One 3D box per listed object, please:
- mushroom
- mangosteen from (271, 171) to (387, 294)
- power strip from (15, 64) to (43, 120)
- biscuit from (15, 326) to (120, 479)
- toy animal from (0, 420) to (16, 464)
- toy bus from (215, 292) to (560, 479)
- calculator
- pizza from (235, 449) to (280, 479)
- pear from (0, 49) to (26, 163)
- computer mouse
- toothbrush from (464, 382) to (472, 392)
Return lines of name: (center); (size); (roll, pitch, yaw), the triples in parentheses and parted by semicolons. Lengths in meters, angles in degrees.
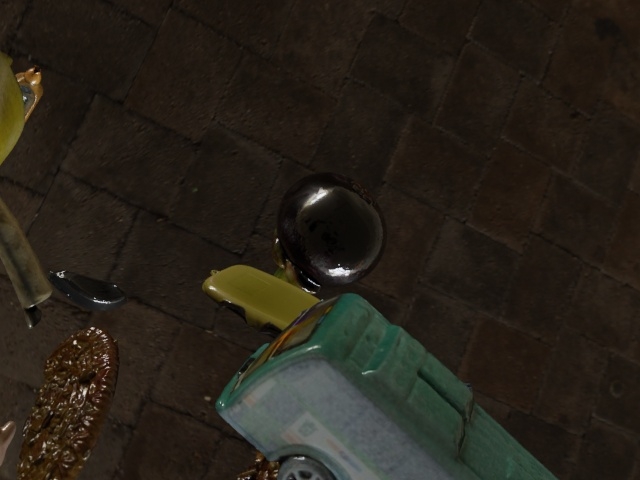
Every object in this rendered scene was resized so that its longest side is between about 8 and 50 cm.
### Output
mushroom: (-0.260, -0.014, 0.592); (0.060, 0.061, 0.187); (-43, 115, -29)
mangosteen: (0.000, 0.000, 1.702); (0.275, 0.275, 0.302); (41, 106, -16)
power strip: (-0.480, -0.211, 1.211); (0.049, 0.178, 0.028); (31, 37, -22)
biscuit: (-0.226, 0.146, 0.690); (0.025, 0.206, 0.126); (36, 112, -30)
toy animal: (-0.656, 0.358, 1.345); (0.166, 0.250, 0.154); (57, 46, -32)
toy bus: (0.066, 0.145, 0.440); (0.261, 0.109, 0.091); (42, 30, -2)
calculator: (-0.068, 0.099, 1.165); (0.236, 0.157, 0.033); (28, 113, 14)
pizza: (-0.060, 0.358, 1.131); (0.154, 0.194, 0.069); (49, 46, -11)
pear: (-0.499, -0.127, 1.000); (0.266, 0.267, 0.178); (-10, 51, -23)
computer mouse: (-0.489, 0.111, 1.605); (0.172, 0.099, 0.057); (22, 66, -21)
toothbrush: (0.059, 0.239, 1.153); (0.417, 0.040, 0.042); (3, 65, -30)
